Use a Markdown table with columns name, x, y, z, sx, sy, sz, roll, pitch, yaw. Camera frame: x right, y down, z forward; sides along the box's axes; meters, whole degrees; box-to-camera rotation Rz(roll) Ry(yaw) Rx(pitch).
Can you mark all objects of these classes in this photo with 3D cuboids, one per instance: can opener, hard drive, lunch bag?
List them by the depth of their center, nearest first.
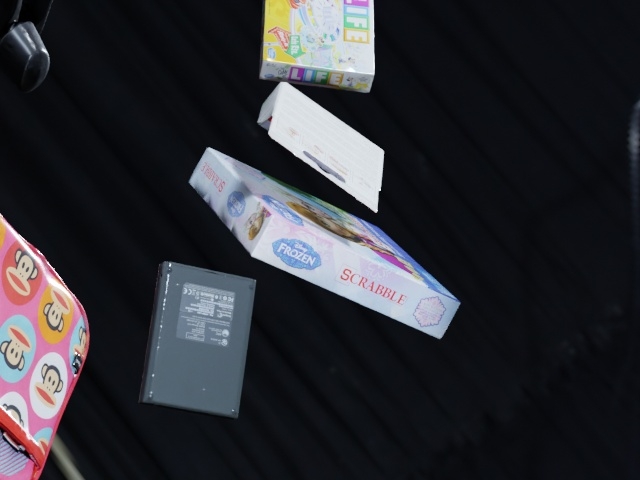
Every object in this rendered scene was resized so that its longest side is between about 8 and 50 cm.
| name | x | y | z | sx | sy | sz | roll | pitch | yaw |
| --- | --- | --- | --- | --- | --- | --- | --- | --- | --- |
| can opener | -0.187 | -0.166 | 1.049 | 0.059 | 0.073 | 0.186 | -44 | 173 | -28 |
| lunch bag | -0.351 | 0.109 | 1.529 | 0.293 | 0.120 | 0.258 | 57 | 44 | -48 |
| hard drive | -0.114 | 0.095 | 1.538 | 0.094 | 0.135 | 0.022 | 13 | 165 | -21 |

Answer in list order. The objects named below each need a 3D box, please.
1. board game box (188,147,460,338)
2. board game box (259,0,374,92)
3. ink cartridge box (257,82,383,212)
| name | x | y | z | sx | sy | sz | roll | pitch | yaw |
| --- | --- | --- | --- | --- | --- | --- | --- | --- | --- |
| board game box | 0.000 | 0.000 | 2.321 | 0.066 | 0.318 | 0.319 | -61 | -152 | 8 |
| board game box | -0.003 | -0.208 | 1.537 | 0.103 | 0.154 | 0.026 | 6 | 141 | -8 |
| ink cartridge box | -0.002 | -0.114 | 2.203 | 0.056 | 0.181 | 0.224 | -51 | -168 | 23 |
